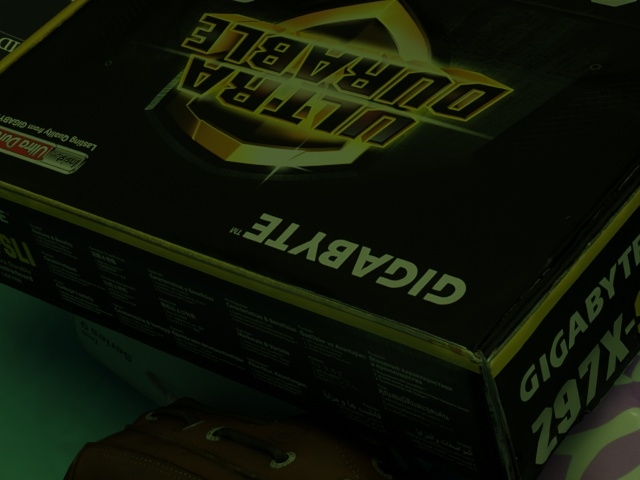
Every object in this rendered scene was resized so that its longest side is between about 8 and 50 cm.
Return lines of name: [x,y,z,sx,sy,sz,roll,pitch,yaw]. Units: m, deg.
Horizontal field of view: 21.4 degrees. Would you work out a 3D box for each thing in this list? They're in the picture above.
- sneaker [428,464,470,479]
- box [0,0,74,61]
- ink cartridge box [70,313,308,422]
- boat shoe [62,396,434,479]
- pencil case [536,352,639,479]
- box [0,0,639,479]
sneaker: [0.122,0.114,0.753,0.240,0.091,0.126,-27,57,-19]
box: [-0.183,-0.148,0.944,0.261,0.103,0.184,22,58,15]
ink cartridge box: [0.000,0.000,0.837,0.154,0.093,0.212,33,61,21]
boat shoe: [0.000,0.115,0.667,0.307,0.110,0.104,9,46,45]
pencil case: [0.121,0.116,0.647,0.088,0.086,0.206,-14,53,-16]
box: [0.019,-0.053,0.725,0.322,0.079,0.257,19,50,37]
